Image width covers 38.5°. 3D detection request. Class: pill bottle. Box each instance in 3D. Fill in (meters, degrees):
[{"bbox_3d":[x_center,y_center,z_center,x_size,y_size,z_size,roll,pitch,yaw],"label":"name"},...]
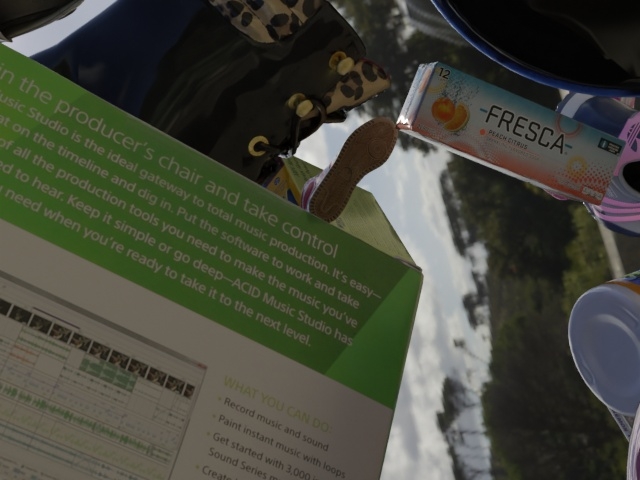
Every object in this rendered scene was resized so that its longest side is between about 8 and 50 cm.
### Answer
[{"bbox_3d":[0.433,0.089,1.042,0.152,0.272,0.152,42,141,48],"label":"pill bottle"}]

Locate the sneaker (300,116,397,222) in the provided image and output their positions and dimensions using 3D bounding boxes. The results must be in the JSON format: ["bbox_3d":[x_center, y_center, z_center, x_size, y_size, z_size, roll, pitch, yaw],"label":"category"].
[{"bbox_3d":[0.023,-0.064,0.852,0.042,0.118,0.067,40,169,-8],"label":"sneaker"}]

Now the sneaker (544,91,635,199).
[{"bbox_3d":[0.408,-0.171,1.373,0.103,0.111,0.252,39,133,24],"label":"sneaker"}]

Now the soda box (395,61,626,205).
[{"bbox_3d":[0.160,-0.090,0.782,0.058,0.183,0.063,-140,71,-77],"label":"soda box"}]

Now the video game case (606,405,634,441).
[{"bbox_3d":[0.532,0.216,1.548,0.201,0.023,0.183,-45,-72,-36],"label":"video game case"}]

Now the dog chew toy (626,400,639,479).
[{"bbox_3d":[0.197,0.074,0.291,0.332,0.207,0.206,-43,-56,-35],"label":"dog chew toy"}]

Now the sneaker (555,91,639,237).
[{"bbox_3d":[0.388,-0.066,1.101,0.131,0.112,0.319,29,-179,42],"label":"sneaker"}]

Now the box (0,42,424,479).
[{"bbox_3d":[-0.097,0.100,0.315,0.232,0.058,0.322,29,-123,-18],"label":"box"}]

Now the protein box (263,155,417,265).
[{"bbox_3d":[0.000,0.000,1.364,0.201,0.136,0.200,23,-154,-36],"label":"protein box"}]

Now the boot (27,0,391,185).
[{"bbox_3d":[-0.062,-0.032,0.675,0.377,0.284,0.138,46,-177,-2],"label":"boot"}]

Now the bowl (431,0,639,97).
[{"bbox_3d":[0.243,-0.277,0.709,0.077,0.391,0.391,-69,-34,-41],"label":"bowl"}]

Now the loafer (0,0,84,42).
[{"bbox_3d":[-0.505,-0.350,1.393,0.112,0.319,0.111,67,-179,-47],"label":"loafer"}]
